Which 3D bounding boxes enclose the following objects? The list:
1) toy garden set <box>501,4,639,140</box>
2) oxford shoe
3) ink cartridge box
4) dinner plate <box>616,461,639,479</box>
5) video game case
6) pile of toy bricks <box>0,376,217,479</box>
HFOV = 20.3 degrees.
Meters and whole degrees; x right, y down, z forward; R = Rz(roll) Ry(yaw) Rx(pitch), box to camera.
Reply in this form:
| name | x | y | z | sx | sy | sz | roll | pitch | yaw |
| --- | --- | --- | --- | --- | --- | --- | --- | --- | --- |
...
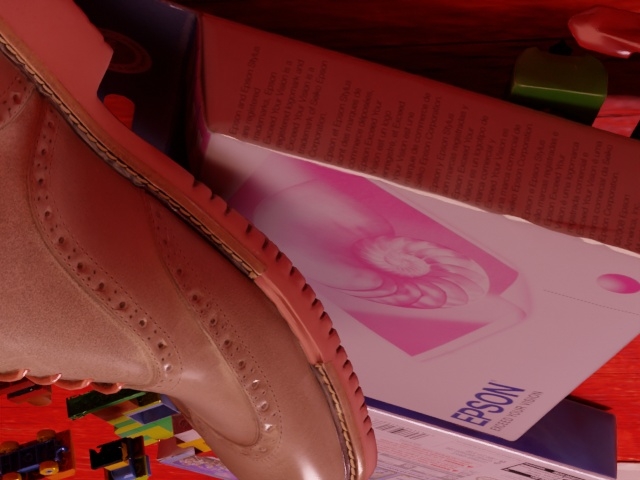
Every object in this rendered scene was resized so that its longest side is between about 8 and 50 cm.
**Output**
| name | x | y | z | sx | sy | sz | roll | pitch | yaw |
| --- | --- | --- | --- | --- | --- | --- | --- | --- | --- |
| toy garden set | 0.210 | -0.077 | 0.822 | 0.244 | 0.049 | 0.204 | 6 | 159 | -2 |
| oxford shoe | -0.121 | 0.017 | 0.823 | 0.140 | 0.146 | 0.397 | 5 | 142 | 53 |
| ink cartridge box | 0.000 | 0.000 | 0.947 | 0.330 | 0.071 | 0.324 | 15 | 159 | -4 |
| dinner plate | 0.275 | 0.220 | 1.571 | 0.141 | 0.017 | 0.141 | 5 | 156 | 2 |
| video game case | 0.050 | 0.154 | 1.394 | 0.269 | 0.061 | 0.244 | 20 | 152 | -32 |
| pile of toy bricks | -0.134 | 0.128 | 1.309 | 0.212 | 0.118 | 0.105 | -18 | 153 | 18 |
